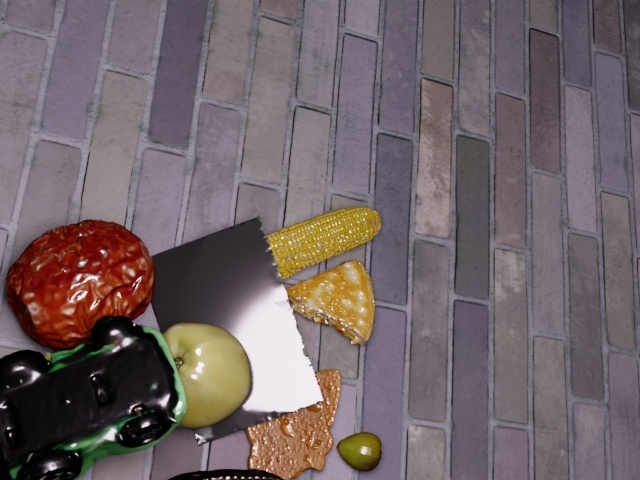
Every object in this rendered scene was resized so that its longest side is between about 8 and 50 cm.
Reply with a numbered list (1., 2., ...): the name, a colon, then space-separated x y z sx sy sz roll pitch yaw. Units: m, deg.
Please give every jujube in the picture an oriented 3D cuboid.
1. jujube: -0.409 0.068 1.531 0.232 0.213 0.213 -27 85 -29

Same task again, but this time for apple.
1. apple: -0.217 0.230 1.556 0.200 0.200 0.200 8 70 -21

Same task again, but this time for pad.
1. pad: -0.168 0.164 1.662 0.248 0.007 0.367 -20 81 -6

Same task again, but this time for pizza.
1. pizza: 0.011 0.119 1.776 0.199 0.062 0.188 8 57 -14

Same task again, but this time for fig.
1. fig: 0.074 0.400 1.700 0.088 0.074 0.074 12 67 1

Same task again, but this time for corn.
1. corn: 0.000 0.000 1.792 0.292 0.101 0.101 -18 80 -29

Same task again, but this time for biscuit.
1. biscuit: -0.052 0.350 1.675 0.183 0.043 0.280 41 63 -8

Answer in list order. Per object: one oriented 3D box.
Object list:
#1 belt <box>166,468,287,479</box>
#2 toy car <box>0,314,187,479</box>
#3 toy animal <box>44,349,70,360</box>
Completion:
1. belt: -0.157 0.480 1.509 0.289 0.164 0.184 -2 81 -19
2. toy car: -0.395 0.277 1.418 0.359 0.176 0.213 -22 64 -13
3. toy animal: -0.385 0.253 1.553 0.181 0.073 0.136 0 80 -27
